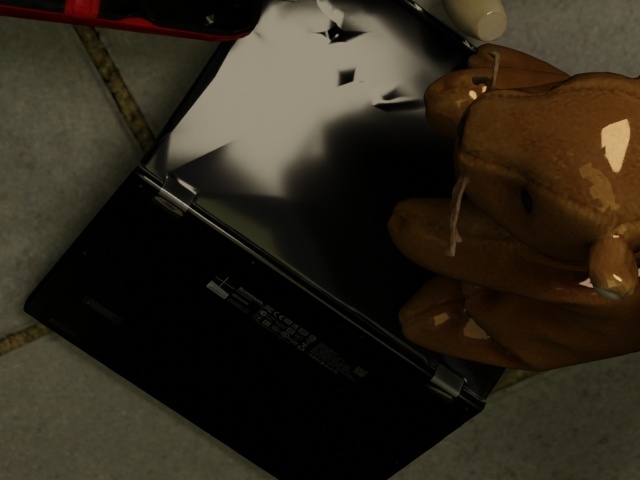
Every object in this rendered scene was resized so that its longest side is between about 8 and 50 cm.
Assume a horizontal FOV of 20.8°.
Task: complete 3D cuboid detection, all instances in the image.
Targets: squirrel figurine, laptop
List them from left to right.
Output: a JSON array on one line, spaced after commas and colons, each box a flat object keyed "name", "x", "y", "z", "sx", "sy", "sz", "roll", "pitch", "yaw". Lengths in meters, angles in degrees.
[{"name": "laptop", "x": 0.000, "y": 0.000, "z": 1.647, "sx": 0.382, "sy": 0.236, "sz": 0.408, "roll": 35, "pitch": 136, "yaw": -10}, {"name": "squirrel figurine", "x": 0.256, "y": -0.021, "z": 1.367, "sx": 0.397, "sy": 0.370, "sz": 0.281, "roll": 23, "pitch": 79, "yaw": 4}]

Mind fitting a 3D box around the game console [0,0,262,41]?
[{"name": "game console", "x": -0.191, "y": -0.369, "z": 1.411, "sx": 0.342, "sy": 0.060, "sz": 0.386, "roll": 4, "pitch": 99, "yaw": -25}]

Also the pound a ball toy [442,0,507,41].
[{"name": "pound a ball toy", "x": 0.089, "y": -0.347, "z": 1.475, "sx": 0.208, "sy": 0.136, "sz": 0.319, "roll": 5, "pitch": 112, "yaw": -29}]
